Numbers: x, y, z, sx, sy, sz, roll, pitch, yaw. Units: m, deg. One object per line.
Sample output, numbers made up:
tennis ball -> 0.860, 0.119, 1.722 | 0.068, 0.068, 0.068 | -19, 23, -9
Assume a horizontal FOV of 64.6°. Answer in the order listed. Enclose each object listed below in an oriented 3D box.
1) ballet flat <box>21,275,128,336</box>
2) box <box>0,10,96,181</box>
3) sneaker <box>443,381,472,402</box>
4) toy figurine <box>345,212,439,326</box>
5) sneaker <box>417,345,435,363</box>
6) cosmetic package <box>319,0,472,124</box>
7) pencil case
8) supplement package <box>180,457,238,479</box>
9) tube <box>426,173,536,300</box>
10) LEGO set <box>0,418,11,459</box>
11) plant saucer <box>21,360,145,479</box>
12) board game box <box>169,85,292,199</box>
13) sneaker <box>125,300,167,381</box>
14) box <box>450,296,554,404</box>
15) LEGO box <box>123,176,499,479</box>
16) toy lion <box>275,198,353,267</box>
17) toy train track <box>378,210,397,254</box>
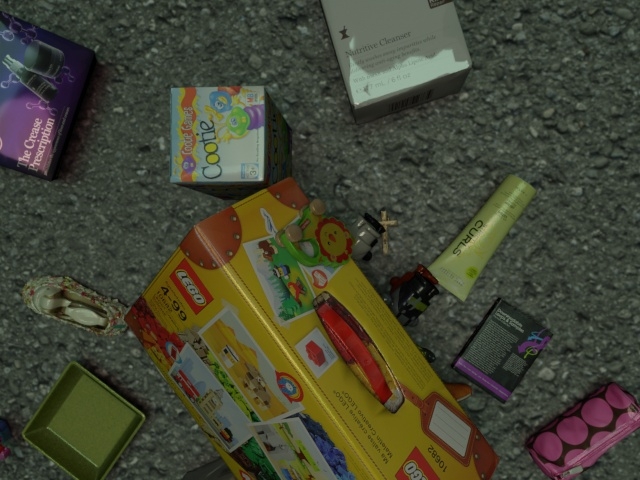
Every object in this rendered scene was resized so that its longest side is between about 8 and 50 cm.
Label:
ballet flat -> -0.489, 0.125, 0.991 | 0.240, 0.077, 0.091 | 14, 92, 6
box -> -0.558, -0.265, 0.952 | 0.184, 0.103, 0.261 | 18, 92, -23
sneaker -> 0.193, 0.275, 0.936 | 0.175, 0.064, 0.068 | -4, 79, 2
toy figurine -> 0.088, 0.067, 0.873 | 0.213, 0.209, 0.148 | 45, 101, 4
sneaker -> 0.177, 0.211, 0.950 | 0.083, 0.035, 0.031 | 22, 92, 5
cosmetic package -> 0.106, -0.432, 0.902 | 0.217, 0.156, 0.385 | -18, 89, 7
pencil case -> 0.474, 0.343, 0.891 | 0.209, 0.098, 0.095 | -40, 86, 3
supplement package -> -0.169, 0.521, 0.899 | 0.149, 0.194, 0.203 | -25, 88, 5
tube -> 0.300, -0.008, 0.932 | 0.240, 0.062, 0.070 | -54, 45, 7
LEGO set -> -0.716, 0.375, 1.002 | 0.227, 0.087, 0.093 | -7, 104, 5
plant saucer -> -0.459, 0.360, 1.001 | 0.188, 0.045, 0.188 | 35, 93, 4
board game box -> -0.137, -0.151, 0.861 | 0.141, 0.275, 0.145 | 0, 90, 5
sneaker -> -0.267, 0.183, 0.969 | 0.121, 0.079, 0.217 | -39, 86, 4
box -> 0.336, 0.203, 0.940 | 0.116, 0.029, 0.162 | 35, 94, 4
LEGO box -> -0.044, 0.220, 0.790 | 0.500, 0.193, 0.372 | 53, 138, 3
toy lion -> 0.000, 0.000, 0.678 | 0.096, 0.100, 0.034 | 51, 137, -11
toy train track -> 0.123, -0.015, 0.969 | 0.048, 0.014, 0.083 | -3, 96, 5
